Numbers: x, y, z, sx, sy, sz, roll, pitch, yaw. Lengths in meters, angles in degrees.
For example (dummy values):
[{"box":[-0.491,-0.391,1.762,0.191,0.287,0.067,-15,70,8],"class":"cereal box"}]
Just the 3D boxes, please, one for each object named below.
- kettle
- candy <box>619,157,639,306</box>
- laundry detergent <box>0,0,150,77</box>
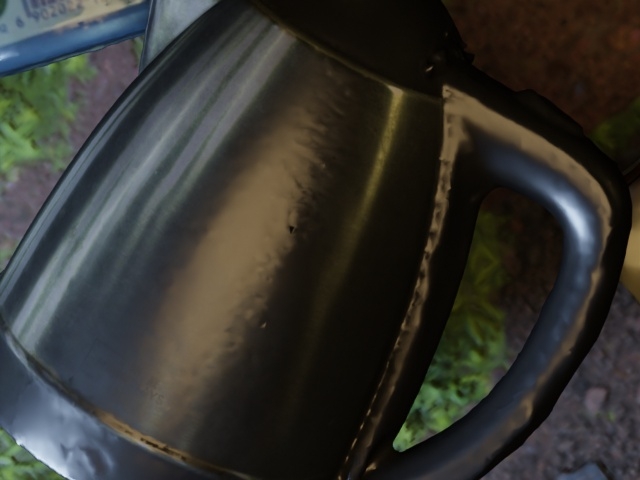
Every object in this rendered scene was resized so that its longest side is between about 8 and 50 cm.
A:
[{"box":[-0.015,-0.006,0.912,0.251,0.207,0.271,42,112,42],"class":"kettle"},{"box":[0.295,0.052,0.950,0.179,0.135,0.321,-41,92,12],"class":"candy"},{"box":[-0.163,-0.236,0.973,0.143,0.094,0.290,-14,96,12],"class":"laundry detergent"}]
